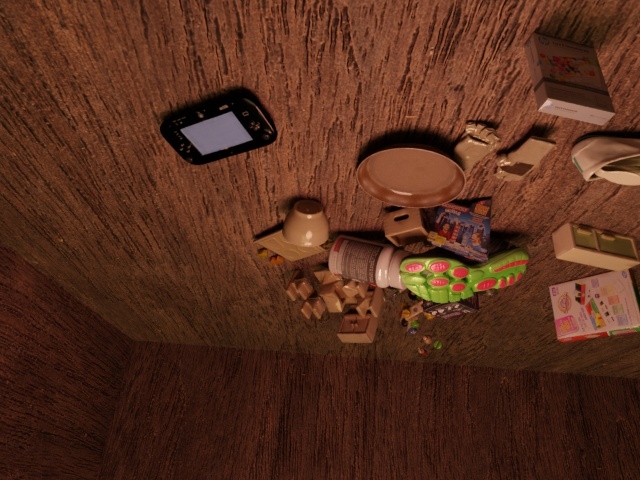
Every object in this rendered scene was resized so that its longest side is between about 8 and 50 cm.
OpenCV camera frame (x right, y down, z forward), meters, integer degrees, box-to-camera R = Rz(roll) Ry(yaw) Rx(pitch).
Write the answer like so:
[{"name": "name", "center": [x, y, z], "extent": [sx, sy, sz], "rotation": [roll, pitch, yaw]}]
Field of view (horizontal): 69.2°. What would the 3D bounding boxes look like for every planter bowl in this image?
[{"name": "planter bowl", "center": [-0.045, -0.069, 1.558], "extent": [0.161, 0.162, 0.109], "rotation": [7, 126, -3]}]

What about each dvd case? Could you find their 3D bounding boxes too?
[{"name": "dvd case", "center": [0.383, 0.181, 1.929], "extent": [0.221, 0.018, 0.164], "rotation": [-28, 167, -22]}]

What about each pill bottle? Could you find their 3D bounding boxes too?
[{"name": "pill bottle", "center": [0.186, 0.081, 1.688], "extent": [0.283, 0.161, 0.161], "rotation": [13, 159, 30]}]

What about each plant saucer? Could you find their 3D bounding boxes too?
[{"name": "plant saucer", "center": [0.260, -0.189, 1.338], "extent": [0.310, 0.050, 0.311], "rotation": [10, 156, 5]}]

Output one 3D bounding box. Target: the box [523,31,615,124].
[{"name": "box", "center": [0.492, -0.323, 0.924], "extent": [0.145, 0.186, 0.038], "rotation": [10, 150, -8]}]

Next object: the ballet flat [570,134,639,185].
[{"name": "ballet flat", "center": [0.850, -0.195, 1.169], "extent": [0.399, 0.139, 0.139], "rotation": [0, 152, 9]}]

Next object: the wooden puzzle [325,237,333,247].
[{"name": "wooden puzzle", "center": [0.000, 0.000, 1.809], "extent": [0.116, 0.014, 0.078], "rotation": [19, 149, -24]}]

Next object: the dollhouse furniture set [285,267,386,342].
[{"name": "dollhouse furniture set", "center": [0.121, 0.238, 2.075], "extent": [0.361, 0.257, 0.394], "rotation": [-8, 130, 33]}]

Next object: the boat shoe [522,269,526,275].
[{"name": "boat shoe", "center": [0.764, 0.113, 1.839], "extent": [0.081, 0.069, 0.228], "rotation": [-40, 149, -1]}]

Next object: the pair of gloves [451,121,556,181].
[{"name": "pair of gloves", "center": [0.478, -0.235, 1.253], "extent": [0.239, 0.042, 0.204], "rotation": [10, 157, 3]}]

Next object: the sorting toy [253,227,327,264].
[{"name": "sorting toy", "center": [-0.150, 0.023, 1.860], "extent": [0.229, 0.041, 0.307], "rotation": [27, 150, -35]}]

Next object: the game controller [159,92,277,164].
[{"name": "game controller", "center": [-0.276, -0.293, 1.244], "extent": [0.318, 0.067, 0.166], "rotation": [-11, 149, 26]}]

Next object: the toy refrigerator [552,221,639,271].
[{"name": "toy refrigerator", "center": [0.950, 0.023, 1.595], "extent": [0.269, 0.102, 0.094], "rotation": [11, 152, -11]}]

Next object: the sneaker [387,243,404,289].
[{"name": "sneaker", "center": [0.283, 0.143, 1.896], "extent": [0.124, 0.140, 0.341], "rotation": [-2, 153, 10]}]

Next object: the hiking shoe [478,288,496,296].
[{"name": "hiking shoe", "center": [0.633, 0.182, 1.995], "extent": [0.226, 0.086, 0.114], "rotation": [-8, 127, 35]}]

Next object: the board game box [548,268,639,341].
[{"name": "board game box", "center": [1.113, 0.267, 1.882], "extent": [0.064, 0.243, 0.316], "rotation": [24, 148, -35]}]

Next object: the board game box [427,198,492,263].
[{"name": "board game box", "center": [0.466, -0.052, 1.482], "extent": [0.194, 0.194, 0.060], "rotation": [20, 168, 19]}]

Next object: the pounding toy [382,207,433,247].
[{"name": "pounding toy", "center": [0.336, -0.046, 1.591], "extent": [0.180, 0.094, 0.206], "rotation": [-15, 156, 24]}]

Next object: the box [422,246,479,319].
[{"name": "box", "center": [0.492, 0.156, 1.768], "extent": [0.142, 0.248, 0.163], "rotation": [22, 148, -27]}]

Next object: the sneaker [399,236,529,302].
[{"name": "sneaker", "center": [0.477, 0.083, 1.606], "extent": [0.481, 0.202, 0.186], "rotation": [-4, 121, -20]}]

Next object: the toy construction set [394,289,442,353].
[{"name": "toy construction set", "center": [0.443, 0.332, 2.018], "extent": [0.257, 0.309, 0.237], "rotation": [-7, 161, 20]}]
